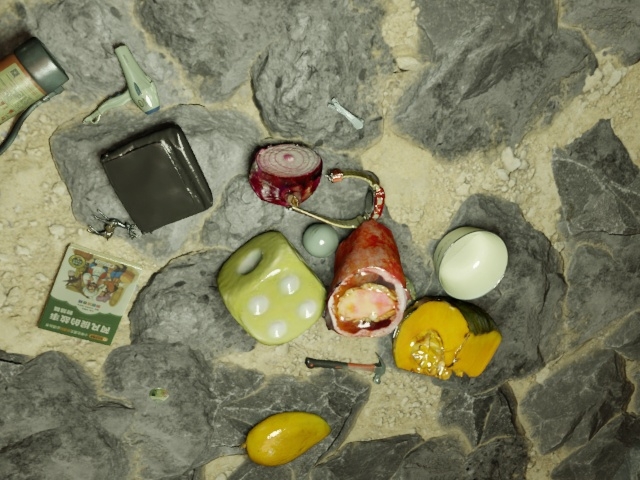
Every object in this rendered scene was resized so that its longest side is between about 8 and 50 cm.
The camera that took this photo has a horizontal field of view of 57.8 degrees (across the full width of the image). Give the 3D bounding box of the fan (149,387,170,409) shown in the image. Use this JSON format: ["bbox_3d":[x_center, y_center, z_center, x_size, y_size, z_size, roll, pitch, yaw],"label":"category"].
[{"bbox_3d":[-0.509,0.487,1.802,0.080,0.003,0.060,-45,117,6],"label":"fan"}]

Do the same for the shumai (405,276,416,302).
[{"bbox_3d":[0.253,0.170,1.842,0.123,0.099,0.087,-21,152,29],"label":"shumai"}]

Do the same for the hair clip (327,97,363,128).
[{"bbox_3d":[0.072,-0.344,1.580,0.115,0.039,0.030,31,96,-24],"label":"hair clip"}]

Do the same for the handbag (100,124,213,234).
[{"bbox_3d":[-0.417,-0.158,1.502,0.223,0.080,0.247,-20,120,1],"label":"handbag"}]

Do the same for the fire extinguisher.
[{"bbox_3d":[-0.743,-0.284,1.312,0.376,0.113,0.200,-34,130,-6],"label":"fire extinguisher"}]

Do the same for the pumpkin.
[{"bbox_3d":[0.393,0.308,1.834,0.225,0.303,0.256,28,66,-41],"label":"pumpkin"}]

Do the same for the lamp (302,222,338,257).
[{"bbox_3d":[0.000,0.000,1.677,0.105,0.105,0.105,-6,115,-14],"label":"lamp"}]

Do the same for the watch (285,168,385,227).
[{"bbox_3d":[0.051,-0.123,1.647,0.268,0.102,0.165,14,112,-16],"label":"watch"}]

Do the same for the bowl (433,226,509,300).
[{"bbox_3d":[0.455,0.055,1.820,0.237,0.126,0.238,-6,116,-14],"label":"bowl"}]

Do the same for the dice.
[{"bbox_3d":[-0.132,0.135,1.631,0.238,0.227,0.233,-39,120,2],"label":"dice"}]

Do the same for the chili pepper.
[{"bbox_3d":[0.119,0.093,1.628,0.229,0.305,0.251,-2,130,-1],"label":"chili pepper"}]

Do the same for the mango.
[{"bbox_3d":[-0.115,0.657,1.932,0.316,0.119,0.176,-12,108,-17],"label":"mango"}]

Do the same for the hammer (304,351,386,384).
[{"bbox_3d":[0.085,0.418,1.929,0.287,0.033,0.111,8,112,-19],"label":"hammer"}]

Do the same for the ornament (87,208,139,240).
[{"bbox_3d":[-0.548,-0.028,1.546,0.125,0.028,0.073,23,105,-22],"label":"ornament"}]

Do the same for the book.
[{"bbox_3d":[-0.635,0.155,1.602,0.202,0.027,0.264,21,106,-24],"label":"book"}]

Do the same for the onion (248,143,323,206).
[{"bbox_3d":[-0.085,-0.146,1.522,0.195,0.218,0.140,-1,134,-21],"label":"onion"}]

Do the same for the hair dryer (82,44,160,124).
[{"bbox_3d":[-0.500,-0.376,1.402,0.199,0.067,0.167,-9,107,4],"label":"hair dryer"}]
